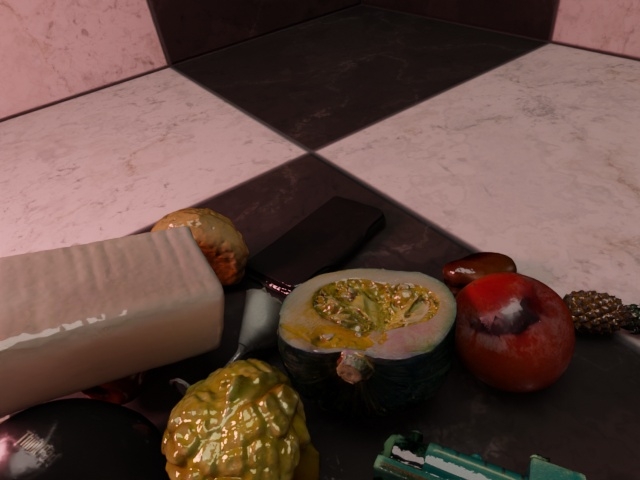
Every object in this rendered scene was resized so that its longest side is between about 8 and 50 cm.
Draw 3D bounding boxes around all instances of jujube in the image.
[{"bbox_3d":[-0.368,0.178,0.913,0.197,0.197,0.290,0,41,11],"label":"jujube"}]

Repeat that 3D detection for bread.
[{"bbox_3d":[-0.283,0.020,1.059,0.244,0.244,0.134,-8,47,1],"label":"bread"}]

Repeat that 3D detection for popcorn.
[{"bbox_3d":[-0.109,0.301,0.687,0.206,0.251,0.237,-38,59,-11],"label":"popcorn"}]

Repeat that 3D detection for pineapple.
[{"bbox_3d":[0.558,0.136,0.861,0.221,0.103,0.083,3,41,15],"label":"pineapple"}]

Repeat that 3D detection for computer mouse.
[{"bbox_3d":[-0.352,0.314,0.697,0.100,0.269,0.170,-50,50,9],"label":"computer mouse"}]

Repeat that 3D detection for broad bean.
[{"bbox_3d":[0.346,0.069,0.994,0.165,0.084,0.114,-21,38,-23],"label":"broad bean"}]

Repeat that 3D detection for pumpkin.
[{"bbox_3d":[0.080,0.195,0.790,0.293,0.197,0.263,2,26,19],"label":"pumpkin"}]

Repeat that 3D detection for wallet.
[{"bbox_3d":[0.000,0.000,1.164,0.197,0.051,0.377,22,48,35],"label":"wallet"}]

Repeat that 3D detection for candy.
[{"bbox_3d":[-0.350,0.109,0.737,0.359,0.145,0.208,-11,48,-29],"label":"candy"}]

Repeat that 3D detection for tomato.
[{"bbox_3d":[0.327,0.155,0.799,0.208,0.184,0.208,-24,46,27],"label":"tomato"}]

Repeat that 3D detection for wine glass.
[{"bbox_3d":[-0.158,0.218,0.866,0.156,0.156,0.232,21,51,31],"label":"wine glass"}]

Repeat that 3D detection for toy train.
[{"bbox_3d":[0.209,0.376,0.636,0.298,0.120,0.194,12,37,23],"label":"toy train"}]

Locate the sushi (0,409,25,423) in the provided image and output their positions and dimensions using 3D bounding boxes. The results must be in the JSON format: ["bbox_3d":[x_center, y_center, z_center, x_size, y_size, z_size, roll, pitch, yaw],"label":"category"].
[{"bbox_3d":[-0.561,0.385,0.822,0.139,0.031,0.201,-15,40,-8],"label":"sushi"}]
